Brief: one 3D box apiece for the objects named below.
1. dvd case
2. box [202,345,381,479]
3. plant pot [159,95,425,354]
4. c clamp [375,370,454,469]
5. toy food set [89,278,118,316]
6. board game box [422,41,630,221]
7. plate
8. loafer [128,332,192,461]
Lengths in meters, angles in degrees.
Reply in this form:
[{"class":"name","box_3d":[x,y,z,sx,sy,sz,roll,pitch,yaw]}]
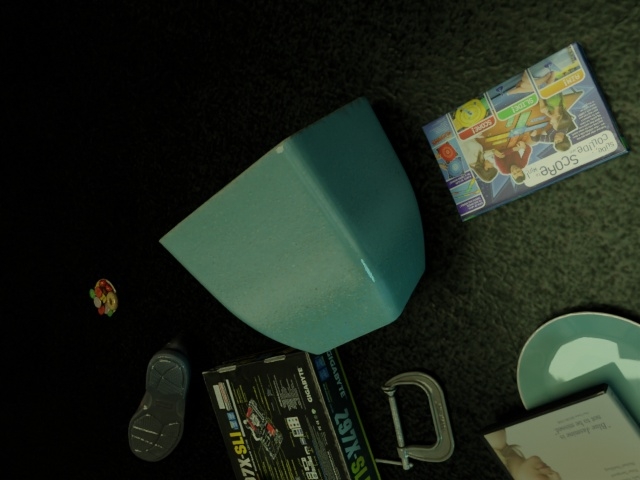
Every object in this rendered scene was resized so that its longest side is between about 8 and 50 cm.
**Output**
[{"class":"dvd case","box_3d":[0.337,0.311,0.658,0.180,0.022,0.253,-39,84,36]},{"class":"box","box_3d":[-0.045,0.343,0.917,0.257,0.079,0.321,-21,87,37]},{"class":"plant pot","box_3d":[0.000,0.000,0.728,0.248,0.247,0.252,-32,97,34]},{"class":"c clamp","box_3d":[0.130,0.271,0.815,0.137,0.022,0.160,-4,97,35]},{"class":"toy food set","box_3d":[-0.477,0.127,1.206,0.082,0.020,0.083,-42,75,33]},{"class":"board game box","box_3d":[0.239,-0.123,0.658,0.201,0.035,0.136,-25,84,35]},{"class":"plate","box_3d":[0.335,0.174,0.656,0.188,0.024,0.188,6,102,33]},{"class":"loafer","box_3d":[-0.308,0.320,1.101,0.109,0.095,0.302,20,118,-2]}]
